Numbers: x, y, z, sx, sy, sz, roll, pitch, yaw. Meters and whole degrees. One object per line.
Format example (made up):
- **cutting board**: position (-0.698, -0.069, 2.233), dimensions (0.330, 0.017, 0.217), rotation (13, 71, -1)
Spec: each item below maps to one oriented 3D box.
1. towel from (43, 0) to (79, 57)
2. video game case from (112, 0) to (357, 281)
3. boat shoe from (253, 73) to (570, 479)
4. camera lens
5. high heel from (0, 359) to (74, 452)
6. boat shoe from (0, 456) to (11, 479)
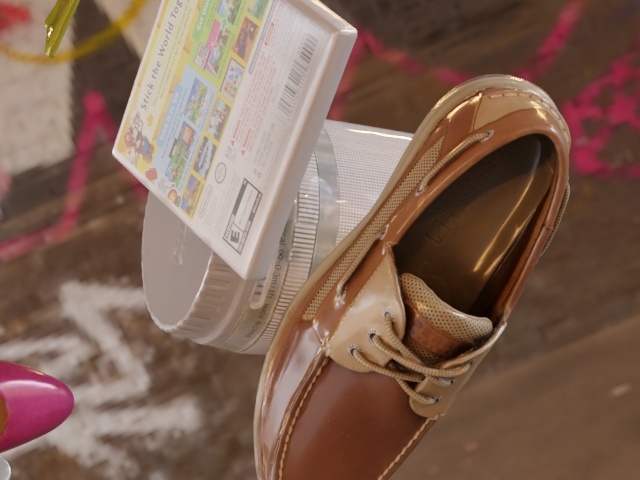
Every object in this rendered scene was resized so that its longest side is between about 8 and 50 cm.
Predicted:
- **towel**: position (-0.220, -0.298, 1.831), dimensions (0.237, 0.021, 0.102), rotation (-62, 13, 18)
- **video game case**: position (-0.075, -0.116, 1.509), dimensions (0.026, 0.227, 0.206), rotation (-4, 35, -43)
- **boat shoe**: position (0.056, 0.044, 1.185), dimensions (0.324, 0.123, 0.116), rotation (-64, 13, 8)
- **camera lens**: position (0.000, 0.000, 1.688), dimensions (0.274, 0.219, 0.219), rotation (8, -8, -24)
- **high heel**: position (-0.286, 0.138, 1.373), dimensions (0.244, 0.082, 0.117), rotation (3, 10, -27)
- **boat shoe**: position (-0.512, 0.342, 2.522), dimensions (0.183, 0.065, 0.083), rotation (-6, -30, -31)
